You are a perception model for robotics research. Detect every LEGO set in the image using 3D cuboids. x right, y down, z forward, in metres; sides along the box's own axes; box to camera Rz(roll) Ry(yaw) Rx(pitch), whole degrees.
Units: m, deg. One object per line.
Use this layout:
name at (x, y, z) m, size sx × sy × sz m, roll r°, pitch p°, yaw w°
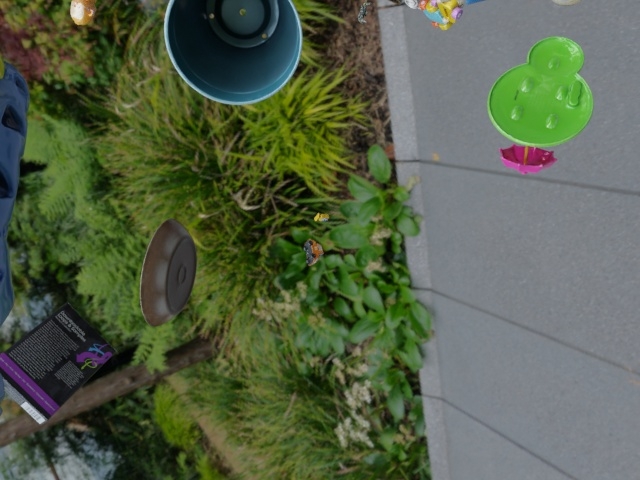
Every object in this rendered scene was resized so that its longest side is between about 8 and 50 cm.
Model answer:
LEGO set at (0.100, -0.548, 1.322) m, size 0.083 × 0.023 × 0.054 m, roll -96°, pitch 29°, yaw -51°

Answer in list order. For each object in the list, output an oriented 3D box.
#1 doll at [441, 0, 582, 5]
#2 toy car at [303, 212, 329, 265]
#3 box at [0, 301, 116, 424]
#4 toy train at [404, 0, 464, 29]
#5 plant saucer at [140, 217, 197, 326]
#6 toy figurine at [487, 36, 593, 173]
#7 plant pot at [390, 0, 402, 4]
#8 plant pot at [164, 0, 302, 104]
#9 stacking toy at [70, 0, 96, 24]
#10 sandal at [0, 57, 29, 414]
doll at (0.124, -0.236, 0.415) m, size 0.189 × 0.046 × 0.129 m, roll 27°, pitch 136°, yaw -8°
toy car at (0.000, 0.000, 1.232) m, size 0.122 × 0.041 × 0.060 m, roll -65°, pitch 36°, yaw 39°
box at (-0.410, 0.185, 0.857) m, size 0.029 × 0.162 × 0.116 m, roll -34°, pitch 101°, yaw 33°
toy train at (0.196, -0.426, 0.954) m, size 0.125 × 0.046 × 0.166 m, roll 40°, pitch -172°, yaw -2°
plant saucer at (-0.265, 0.060, 1.003) m, size 0.198 × 0.036 × 0.198 m, roll 8°, pitch -90°, yaw -84°
toy figurine at (0.306, -0.170, 0.792) m, size 0.130 × 0.173 × 0.159 m, roll 18°, pitch 164°, yaw 18°
plant pot at (0.152, -0.709, 1.280) m, size 0.215 × 0.215 × 0.230 m, roll 44°, pitch 113°, yaw 36°
plant pot at (-0.178, -0.470, 1.199) m, size 0.255 × 0.272 × 0.271 m, roll -96°, pitch 5°, yaw -55°
stacking toy at (-0.465, -0.603, 1.173) m, size 0.175 × 0.166 × 0.301 m, roll 26°, pitch 95°, yaw 20°
sandal at (-0.259, 0.014, 0.362) m, size 0.138 × 0.126 × 0.317 m, roll 60°, pitch -149°, yaw -60°
